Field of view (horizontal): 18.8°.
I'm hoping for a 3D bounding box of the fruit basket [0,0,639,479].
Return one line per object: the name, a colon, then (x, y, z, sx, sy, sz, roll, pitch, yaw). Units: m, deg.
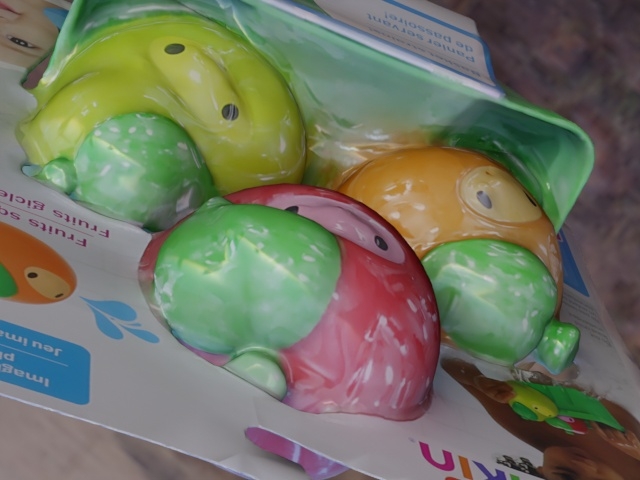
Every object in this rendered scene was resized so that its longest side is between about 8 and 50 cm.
fruit basket: (0.000, 0.000, 0.768, 0.327, 0.165, 0.353, 21, -163, -14)
